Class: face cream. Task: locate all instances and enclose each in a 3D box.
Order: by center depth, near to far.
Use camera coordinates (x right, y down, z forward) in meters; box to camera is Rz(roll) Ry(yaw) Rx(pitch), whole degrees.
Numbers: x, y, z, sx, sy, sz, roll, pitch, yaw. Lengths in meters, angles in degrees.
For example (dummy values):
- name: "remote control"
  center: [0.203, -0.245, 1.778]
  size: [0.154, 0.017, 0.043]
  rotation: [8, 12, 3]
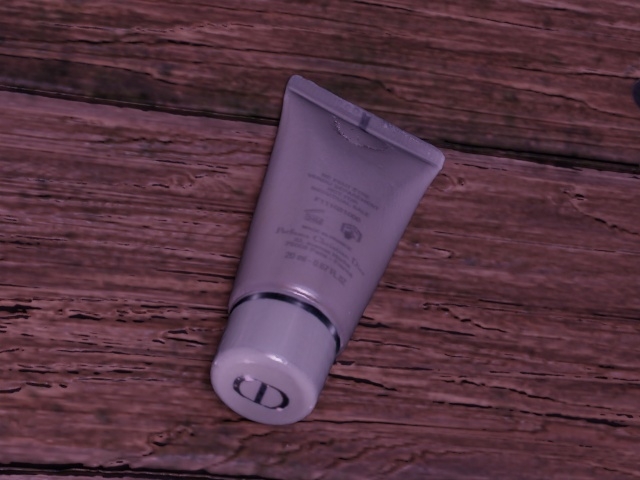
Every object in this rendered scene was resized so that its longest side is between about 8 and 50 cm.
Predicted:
- name: "face cream"
  center: [0.000, 0.000, 1.465]
  size: [0.143, 0.089, 0.314]
  rotation: [27, 48, -5]
